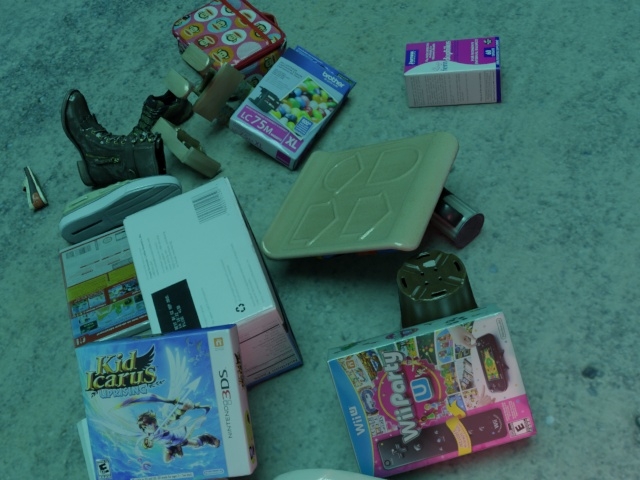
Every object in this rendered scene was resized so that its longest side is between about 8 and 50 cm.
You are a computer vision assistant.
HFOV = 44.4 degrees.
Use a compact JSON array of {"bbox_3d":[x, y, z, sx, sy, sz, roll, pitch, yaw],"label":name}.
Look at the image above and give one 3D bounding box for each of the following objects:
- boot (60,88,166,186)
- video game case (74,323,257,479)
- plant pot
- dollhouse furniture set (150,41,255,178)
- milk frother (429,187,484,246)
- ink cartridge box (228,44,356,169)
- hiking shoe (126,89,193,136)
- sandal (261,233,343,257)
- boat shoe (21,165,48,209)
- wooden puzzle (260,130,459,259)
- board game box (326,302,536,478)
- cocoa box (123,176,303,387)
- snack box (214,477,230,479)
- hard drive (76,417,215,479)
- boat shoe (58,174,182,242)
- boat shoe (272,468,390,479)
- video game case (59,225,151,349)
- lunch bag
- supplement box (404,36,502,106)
[{"bbox_3d":[-0.473,-0.236,1.846,0.229,0.263,0.091,-1,27,21],"label":"boot"},{"bbox_3d":[-0.257,0.278,1.309,0.269,0.061,0.244,-8,91,7],"label":"video game case"},{"bbox_3d":[0.216,0.118,1.444,0.167,0.165,0.167,-9,42,9],"label":"plant pot"},{"bbox_3d":[-0.261,-0.299,1.854,0.242,0.212,0.161,-52,55,7],"label":"dollhouse furniture set"},{"bbox_3d":[0.236,-0.033,1.623,0.135,0.129,0.143,42,115,34],"label":"milk frother"},{"bbox_3d":[-0.058,-0.337,1.881,0.186,0.065,0.311,33,63,4],"label":"ink cartridge box"},{"bbox_3d":[-0.423,-0.305,1.947,0.086,0.114,0.227,29,66,30],"label":"hiking shoe"},{"bbox_3d":[0.000,-0.001,1.676,0.254,0.054,0.097,-2,47,23],"label":"sandal"},{"bbox_3d":[-0.713,-0.131,1.933,0.043,0.049,0.137,-30,58,-7],"label":"boat shoe"},{"bbox_3d":[0.087,-0.077,1.590,0.348,0.080,0.322,-2,45,34],"label":"wooden puzzle"},{"bbox_3d":[0.186,0.257,1.336,0.303,0.097,0.224,-16,95,3],"label":"board game box"},{"bbox_3d":[-0.210,0.100,1.533,0.231,0.228,0.347,-23,53,-2],"label":"cocoa box"},{"bbox_3d":[-0.250,0.463,1.385,0.187,0.060,0.322,-36,55,-13],"label":"snack box"},{"bbox_3d":[-0.297,0.411,1.370,0.203,0.040,0.307,-25,53,-5],"label":"hard drive"},{"bbox_3d":[-0.468,-0.094,1.812,0.302,0.109,0.094,-20,51,2],"label":"boat shoe"},{"bbox_3d":[0.070,0.473,1.259,0.340,0.127,0.158,2,48,13],"label":"boat shoe"},{"bbox_3d":[-0.458,0.096,1.721,0.204,0.025,0.285,-21,53,-3],"label":"video game case"},{"bbox_3d":[-0.221,-0.523,2.065,0.258,0.120,0.293,-33,55,-17],"label":"lunch bag"},{"bbox_3d":[0.312,-0.394,1.845,0.220,0.114,0.111,-2,55,14],"label":"supplement box"}]
